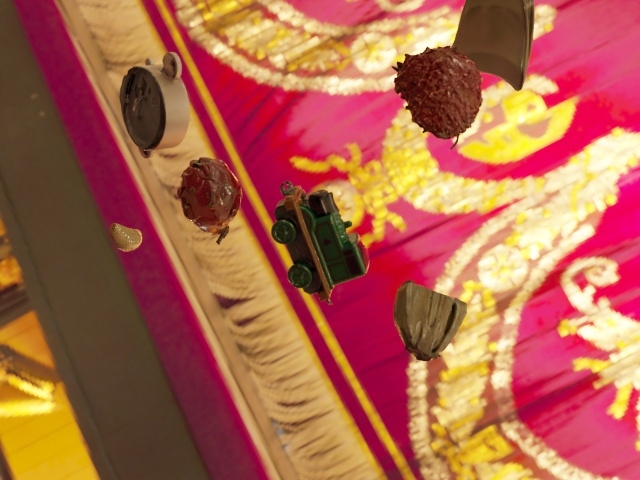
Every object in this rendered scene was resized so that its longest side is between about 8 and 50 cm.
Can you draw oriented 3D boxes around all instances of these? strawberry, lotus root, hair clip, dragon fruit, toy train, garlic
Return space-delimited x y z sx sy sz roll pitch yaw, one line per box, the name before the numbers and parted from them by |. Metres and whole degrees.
strawberry | 0.220 -0.271 1.683 0.208 0.167 0.087 -116 -161 -45
lotus root | 0.197 0.162 1.877 0.143 0.144 0.070 29 -30 -15
hair clip | 0.366 -0.471 2.046 0.113 0.172 0.282 -43 140 -61
dragon fruit | -0.153 -0.044 1.425 0.190 0.094 0.094 79 -15 -56
toy train | 0.000 0.000 1.630 0.091 0.136 0.227 -69 142 -71
garlic | -0.376 -0.006 1.890 0.083 0.041 0.053 29 44 -60

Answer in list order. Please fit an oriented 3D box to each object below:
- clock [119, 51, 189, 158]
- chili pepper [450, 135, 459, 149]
clock | -0.301 -0.239 1.743 0.155 0.063 0.229 52 -47 26
chili pepper | 0.299 -0.315 2.254 0.072 0.073 0.204 -95 161 -47
